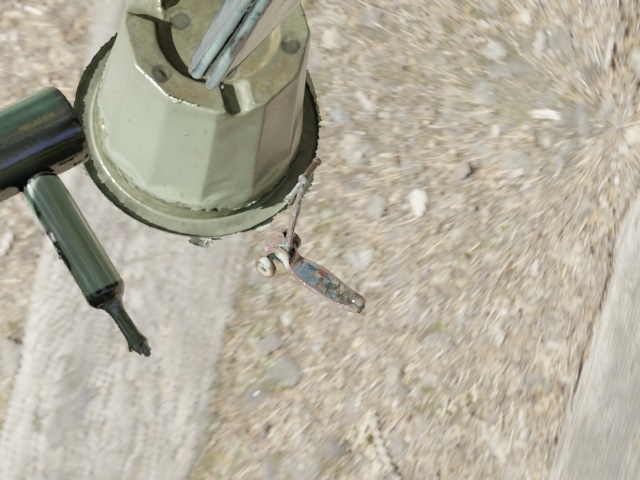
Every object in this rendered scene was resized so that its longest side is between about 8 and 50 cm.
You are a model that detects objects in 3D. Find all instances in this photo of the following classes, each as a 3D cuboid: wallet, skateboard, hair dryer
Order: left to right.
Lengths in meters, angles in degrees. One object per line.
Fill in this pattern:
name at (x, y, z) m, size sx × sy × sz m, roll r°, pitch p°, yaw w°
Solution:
hair dryer at (-0.173, -0.001, 1.070) m, size 0.100 × 0.057 × 0.197 m, roll -31°, pitch 84°, yaw -23°
skateboard at (0.000, 0.000, 0.816) m, size 0.064 × 0.083 × 0.032 m, roll 33°, pitch 59°, yaw 15°
wallet at (0.020, -0.253, 1.150) m, size 0.054 × 0.251 × 0.290 m, roll 40°, pitch 68°, yaw -1°

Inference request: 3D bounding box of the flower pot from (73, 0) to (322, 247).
flower pot at (-0.120, -0.173, 1.693) m, size 0.290 × 0.259 × 0.290 m, roll 3°, pitch 68°, yaw -8°
